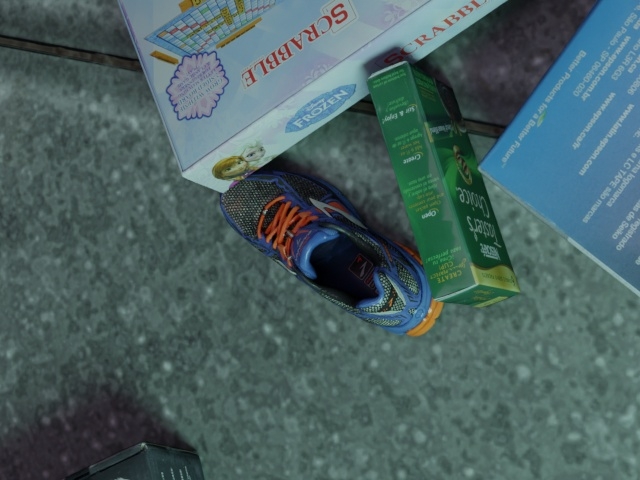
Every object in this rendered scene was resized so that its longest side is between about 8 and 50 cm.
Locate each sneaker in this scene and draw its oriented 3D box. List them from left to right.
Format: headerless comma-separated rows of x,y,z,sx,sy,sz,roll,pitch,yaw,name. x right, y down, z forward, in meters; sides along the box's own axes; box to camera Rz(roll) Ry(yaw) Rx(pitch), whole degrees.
0.000,0.000,1.202,0.221,0.087,0.083,29,97,29,sneaker

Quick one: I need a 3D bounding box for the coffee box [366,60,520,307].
0.097,-0.040,1.145,0.040,0.113,0.184,-21,75,21,coffee box

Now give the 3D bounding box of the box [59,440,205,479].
-0.202,0.412,1.239,0.318,0.097,0.394,-26,64,22,box

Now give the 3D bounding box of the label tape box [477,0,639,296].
0.323,-0.046,1.031,0.348,0.115,0.249,40,102,22,label tape box

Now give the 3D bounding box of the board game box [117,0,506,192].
-0.028,-0.255,1.227,0.319,0.066,0.318,-32,63,21,board game box
